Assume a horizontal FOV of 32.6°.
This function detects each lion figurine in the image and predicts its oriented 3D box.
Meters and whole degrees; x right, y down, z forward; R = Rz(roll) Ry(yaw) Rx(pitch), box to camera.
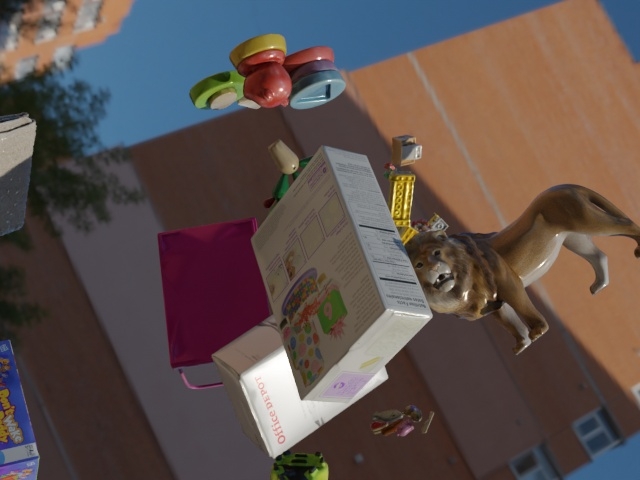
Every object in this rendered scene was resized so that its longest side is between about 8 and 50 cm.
[{"bbox_3d":[0.326,0.014,1.727,0.240,0.392,0.142,53,-17,12],"label":"lion figurine"}]

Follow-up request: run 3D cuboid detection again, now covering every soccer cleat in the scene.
[{"bbox_3d":[-0.027,0.415,1.678,0.289,0.093,0.121,-109,-163,-75],"label":"soccer cleat"}]

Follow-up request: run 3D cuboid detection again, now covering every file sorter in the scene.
[{"bbox_3d":[-0.204,0.136,2.228,0.182,0.202,0.291,84,-4,-63],"label":"file sorter"}]

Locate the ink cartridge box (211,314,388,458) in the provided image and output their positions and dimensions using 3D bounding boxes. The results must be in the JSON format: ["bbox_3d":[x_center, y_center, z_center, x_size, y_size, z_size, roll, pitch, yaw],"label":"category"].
[{"bbox_3d":[-0.036,0.234,2.037,0.117,0.283,0.207,26,-38,52],"label":"ink cartridge box"}]

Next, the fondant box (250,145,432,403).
[{"bbox_3d":[0.022,0.053,1.715,0.238,0.096,0.330,-50,-137,36],"label":"fondant box"}]

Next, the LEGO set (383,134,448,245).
[{"bbox_3d":[0.160,-0.058,1.953,0.287,0.132,0.107,57,-1,-24],"label":"LEGO set"}]

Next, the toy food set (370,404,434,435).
[{"bbox_3d":[0.137,0.321,1.949,0.122,0.078,0.019,-10,-62,30],"label":"toy food set"}]

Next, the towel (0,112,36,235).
[{"bbox_3d":[-0.649,-0.111,2.141,0.049,0.187,0.282,36,-51,27],"label":"towel"}]

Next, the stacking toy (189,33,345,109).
[{"bbox_3d":[-0.109,-0.307,2.342,0.279,0.309,0.130,-29,-105,35],"label":"stacking toy"}]

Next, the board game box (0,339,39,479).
[{"bbox_3d":[-0.584,0.368,1.989,0.347,0.078,0.233,116,-42,-53],"label":"board game box"}]

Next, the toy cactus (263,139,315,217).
[{"bbox_3d":[-0.048,-0.137,2.357,0.180,0.219,0.112,55,-5,-15],"label":"toy cactus"}]
